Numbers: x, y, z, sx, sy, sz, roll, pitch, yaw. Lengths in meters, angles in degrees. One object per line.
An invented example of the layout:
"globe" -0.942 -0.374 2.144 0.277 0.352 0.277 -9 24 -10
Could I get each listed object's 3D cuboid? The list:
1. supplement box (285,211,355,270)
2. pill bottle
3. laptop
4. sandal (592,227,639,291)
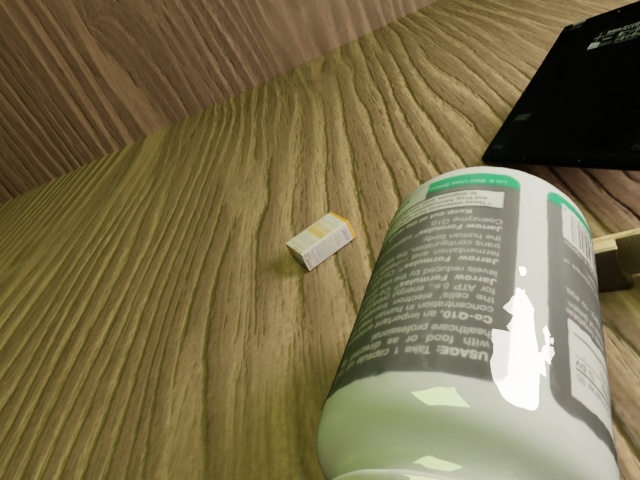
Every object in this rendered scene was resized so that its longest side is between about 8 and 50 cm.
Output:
"supplement box" 0.000 0.000 0.847 0.098 0.036 0.062 -35 31 -14
"pill bottle" 0.116 0.115 0.410 0.204 0.204 0.361 -8 35 30
"laptop" 0.504 -0.217 0.701 0.408 0.236 0.382 -57 14 3
"sandal" 0.366 -0.011 0.521 0.240 0.088 0.079 -14 38 31
